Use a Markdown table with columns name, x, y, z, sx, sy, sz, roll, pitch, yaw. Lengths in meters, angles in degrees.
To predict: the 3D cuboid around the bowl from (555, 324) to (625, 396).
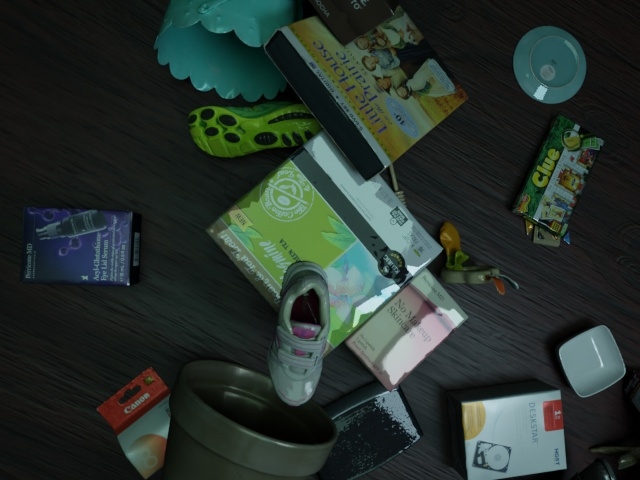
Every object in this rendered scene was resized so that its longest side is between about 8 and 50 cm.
| name | x | y | z | sx | sy | sz | roll | pitch | yaw |
| --- | --- | --- | --- | --- | --- | --- | --- | --- | --- |
| bowl | 0.621 | 0.279 | 1.250 | 0.142 | 0.053 | 0.142 | -25 | 92 | -8 |

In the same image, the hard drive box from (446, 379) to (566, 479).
| name | x | y | z | sx | sy | sz | roll | pitch | yaw |
| --- | --- | --- | --- | --- | --- | --- | --- | --- | --- |
| hard drive box | 0.415 | 0.424 | 1.201 | 0.232 | 0.089 | 0.181 | -6 | 90 | -8 |

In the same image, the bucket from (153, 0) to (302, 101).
| name | x | y | z | sx | sy | sz | roll | pitch | yaw |
| --- | --- | --- | --- | --- | --- | --- | --- | --- | --- |
| bucket | -0.174 | -0.417 | 1.054 | 0.281 | 0.281 | 0.183 | 13 | 81 | -7 |

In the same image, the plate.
| name | x | y | z | sx | sy | sz | roll | pitch | yaw |
| --- | --- | --- | --- | --- | --- | --- | --- | --- | --- |
| plate | 0.551 | -0.421 | 1.271 | 0.188 | 0.024 | 0.188 | 0 | 89 | -9 |

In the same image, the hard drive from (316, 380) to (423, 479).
| name | x | y | z | sx | sy | sz | roll | pitch | yaw |
| --- | --- | --- | --- | --- | --- | --- | --- | --- | --- |
| hard drive | 0.090 | 0.425 | 1.174 | 0.255 | 0.054 | 0.172 | -26 | 92 | -7 |

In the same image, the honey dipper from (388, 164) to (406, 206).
| name | x | y | z | sx | sy | sz | roll | pitch | yaw |
| --- | --- | --- | --- | --- | --- | --- | --- | --- | --- |
| honey dipper | 0.164 | -0.151 | 1.210 | 0.031 | 0.030 | 0.160 | -11 | 88 | -8 |

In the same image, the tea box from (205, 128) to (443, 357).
| name | x | y | z | sx | sy | sz | roll | pitch | yaw |
| --- | --- | --- | --- | --- | --- | --- | --- | --- | --- |
| tea box | 0.000 | 0.000 | 1.087 | 0.323 | 0.220 | 0.329 | -42 | 95 | -5 |

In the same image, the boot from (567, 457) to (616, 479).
| name | x | y | z | sx | sy | sz | roll | pitch | yaw |
| --- | --- | --- | --- | --- | --- | --- | --- | --- | --- |
| boot | 0.492 | 0.569 | 1.166 | 0.229 | 0.091 | 0.263 | 7 | 122 | -10 |

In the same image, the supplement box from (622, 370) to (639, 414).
| name | x | y | z | sx | sy | sz | roll | pitch | yaw |
| --- | --- | --- | --- | --- | --- | --- | --- | --- | --- |
| supplement box | 0.801 | 0.400 | 1.180 | 0.130 | 0.239 | 0.073 | 6 | 121 | -7 |

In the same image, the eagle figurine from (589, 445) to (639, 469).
| name | x | y | z | sx | sy | sz | roll | pitch | yaw |
| --- | --- | --- | --- | --- | --- | --- | --- | --- | --- |
| eagle figurine | 0.789 | 0.601 | 1.202 | 0.225 | 0.226 | 0.298 | -13 | 85 | -28 |

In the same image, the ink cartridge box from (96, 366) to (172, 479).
| name | x | y | z | sx | sy | sz | roll | pitch | yaw |
| --- | --- | --- | --- | --- | --- | --- | --- | --- | --- |
| ink cartridge box | -0.359 | 0.380 | 1.120 | 0.145 | 0.045 | 0.179 | -38 | 96 | -7 |

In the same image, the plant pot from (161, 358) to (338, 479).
| name | x | y | z | sx | sy | sz | roll | pitch | yaw |
| --- | --- | --- | --- | --- | --- | --- | --- | --- | --- |
| plant pot | -0.166 | 0.425 | 1.016 | 0.323 | 0.323 | 0.280 | 22 | 91 | -7 |

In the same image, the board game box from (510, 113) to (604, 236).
| name | x | y | z | sx | sy | sz | roll | pitch | yaw |
| --- | --- | --- | --- | --- | --- | --- | --- | --- | --- |
| board game box | 0.559 | -0.153 | 1.257 | 0.136 | 0.030 | 0.259 | 27 | 82 | -4 |

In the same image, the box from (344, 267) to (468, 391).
| name | x | y | z | sx | sy | sz | roll | pitch | yaw |
| --- | --- | --- | --- | --- | --- | --- | --- | --- | --- |
| box | 0.171 | 0.183 | 1.154 | 0.232 | 0.127 | 0.148 | -42 | 94 | -6 |

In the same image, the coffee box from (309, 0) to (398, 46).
| name | x | y | z | sx | sy | sz | roll | pitch | yaw |
| --- | --- | --- | --- | --- | --- | --- | --- | --- | --- |
| coffee box | 0.073 | -0.526 | 1.000 | 0.168 | 0.119 | 0.297 | 45 | 45 | -29 |

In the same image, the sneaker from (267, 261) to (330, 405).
| name | x | y | z | sx | sy | sz | roll | pitch | yaw |
| --- | --- | --- | --- | --- | --- | --- | --- | --- | --- |
| sneaker | -0.038 | 0.165 | 0.918 | 0.103 | 0.111 | 0.252 | 4 | 93 | -5 |

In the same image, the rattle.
| name | x | y | z | sx | sy | sz | roll | pitch | yaw |
| --- | --- | --- | --- | --- | --- | --- | --- | --- | --- |
| rattle | 0.337 | 0.034 | 1.143 | 0.130 | 0.200 | 0.142 | 12 | 87 | -7 |

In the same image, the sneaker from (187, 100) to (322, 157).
| name | x | y | z | sx | sy | sz | roll | pitch | yaw |
| --- | --- | --- | --- | --- | --- | --- | --- | --- | --- |
| sneaker | -0.136 | -0.238 | 1.137 | 0.296 | 0.123 | 0.109 | 1 | 107 | 10 |

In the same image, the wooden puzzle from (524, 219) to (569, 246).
| name | x | y | z | sx | sy | sz | roll | pitch | yaw |
| --- | --- | --- | --- | --- | --- | --- | --- | --- | --- |
| wooden puzzle | 0.538 | -0.025 | 1.265 | 0.116 | 0.014 | 0.078 | 3 | 89 | -8 |

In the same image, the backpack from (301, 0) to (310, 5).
| name | x | y | z | sx | sy | sz | roll | pitch | yaw |
| --- | --- | --- | --- | --- | --- | --- | --- | --- | --- |
| backpack | -0.024 | -0.596 | 1.140 | 0.188 | 0.144 | 0.165 | 0 | 84 | -15 |

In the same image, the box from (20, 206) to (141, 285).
| name | x | y | z | sx | sy | sz | roll | pitch | yaw |
| --- | --- | --- | --- | --- | --- | --- | --- | --- | --- |
| box | -0.477 | 0.013 | 1.080 | 0.207 | 0.108 | 0.153 | 1 | 89 | -8 |

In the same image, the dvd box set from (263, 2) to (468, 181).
| name | x | y | z | sx | sy | sz | roll | pitch | yaw |
| --- | --- | --- | --- | --- | --- | --- | --- | --- | --- |
| dvd box set | 0.116 | -0.330 | 1.072 | 0.307 | 0.062 | 0.420 | 52 | 46 | -3 |
